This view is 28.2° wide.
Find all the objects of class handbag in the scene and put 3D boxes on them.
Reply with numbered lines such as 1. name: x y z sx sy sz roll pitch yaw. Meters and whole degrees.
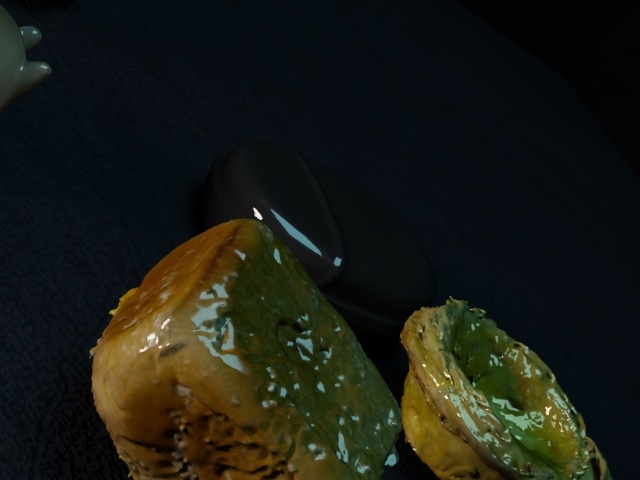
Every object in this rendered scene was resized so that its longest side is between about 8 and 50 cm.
1. handbag: 0.001 -0.001 1.428 0.308 0.093 0.254 25 28 -37

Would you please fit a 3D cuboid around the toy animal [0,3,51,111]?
1. toy animal: -0.355 -0.205 1.094 0.250 0.154 0.166 60 -1 -41

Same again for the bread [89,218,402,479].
1. bread: -0.063 0.132 0.971 0.246 0.176 0.195 53 30 -13

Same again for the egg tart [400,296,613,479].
1. egg tart: 0.184 0.193 1.340 0.288 0.118 0.288 36 20 -16
